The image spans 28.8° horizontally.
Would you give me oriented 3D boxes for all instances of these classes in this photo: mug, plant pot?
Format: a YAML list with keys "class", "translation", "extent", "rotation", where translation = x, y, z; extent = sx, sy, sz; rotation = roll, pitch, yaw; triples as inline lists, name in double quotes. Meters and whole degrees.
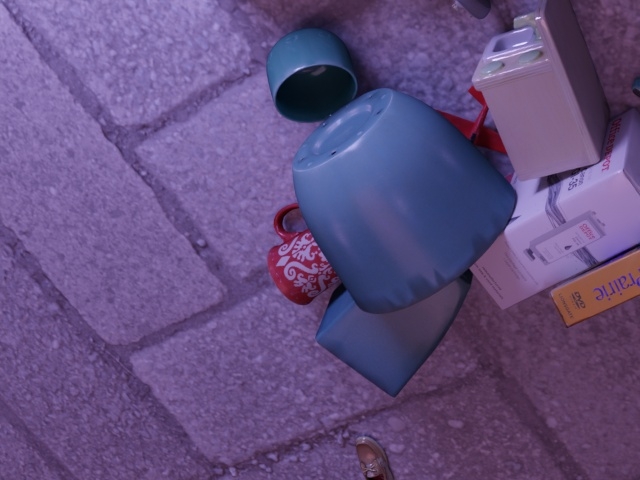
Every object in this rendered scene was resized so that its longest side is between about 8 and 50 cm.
- class: "mug"
  translation: [-0.018, -0.246, 1.872]
  extent: [0.129, 0.097, 0.158]
  rotation: [-4, 146, -15]
- class: "plant pot"
  translation: [0.136, 0.094, 2.022]
  extent: [0.165, 0.166, 0.234]
  rotation: [36, 120, -7]
- class: "mug"
  translation: [-0.001, 0.007, 2.041]
  extent: [0.169, 0.113, 0.150]
  rotation: [-32, 110, 30]
- class: "plant pot"
  translation: [0.098, -0.077, 1.823]
  extent: [0.293, 0.293, 0.235]
  rotation: [-27, 115, 31]

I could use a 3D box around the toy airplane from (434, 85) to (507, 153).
- class: "toy airplane"
  translation: [0.242, -0.178, 1.881]
  extent: [0.151, 0.028, 0.151]
  rotation: [10, 125, 14]

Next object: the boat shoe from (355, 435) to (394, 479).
- class: "boat shoe"
  translation: [0.101, 0.426, 2.325]
  extent: [0.050, 0.045, 0.135]
  rotation: [-15, 116, 27]

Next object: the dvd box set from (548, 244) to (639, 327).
- class: "dvd box set"
  translation: [0.553, -0.013, 1.719]
  extent: [0.420, 0.307, 0.062]
  rotation: [-29, 84, 31]

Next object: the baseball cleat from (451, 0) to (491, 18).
- class: "baseball cleat"
  translation: [0.200, -0.405, 1.716]
  extent: [0.109, 0.072, 0.206]
  rotation: [-24, 113, 30]

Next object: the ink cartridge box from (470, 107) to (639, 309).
- class: "ink cartridge box"
  translation: [0.363, -0.048, 1.816]
  extent: [0.283, 0.207, 0.117]
  rotation: [-30, 108, 32]

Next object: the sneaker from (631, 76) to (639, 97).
- class: "sneaker"
  translation: [0.515, -0.178, 1.769]
  extent: [0.166, 0.065, 0.076]
  rotation: [23, 131, 5]

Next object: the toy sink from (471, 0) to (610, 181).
- class: "toy sink"
  translation: [0.302, -0.228, 1.751]
  extent: [0.131, 0.153, 0.234]
  rotation: [-14, 118, 27]
